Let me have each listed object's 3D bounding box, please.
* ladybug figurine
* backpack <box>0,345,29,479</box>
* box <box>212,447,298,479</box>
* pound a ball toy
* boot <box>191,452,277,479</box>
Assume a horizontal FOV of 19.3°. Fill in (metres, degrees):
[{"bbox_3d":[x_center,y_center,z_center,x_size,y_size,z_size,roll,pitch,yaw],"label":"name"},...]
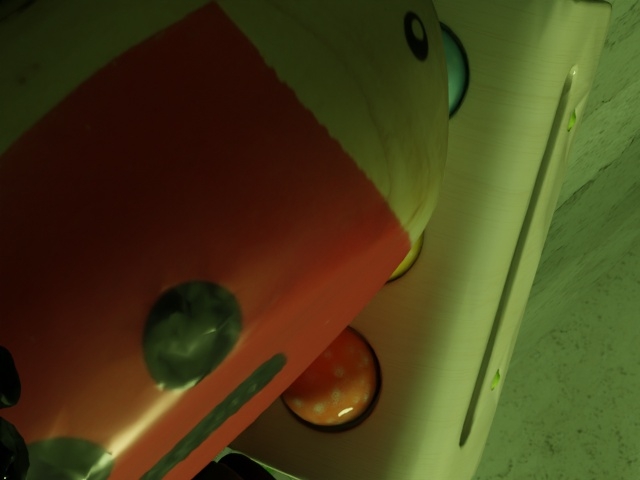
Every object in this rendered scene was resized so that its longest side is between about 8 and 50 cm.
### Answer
[{"bbox_3d":[-0.112,0.032,0.801,0.449,0.162,0.305,-43,167,-2],"label":"ladybug figurine"},{"bbox_3d":[-0.229,0.109,0.515,0.276,0.213,0.263,-48,-164,-1],"label":"backpack"},{"bbox_3d":[-0.058,0.314,1.678,0.262,0.231,0.127,-48,166,14],"label":"box"},{"bbox_3d":[0.000,0.000,0.985,0.136,0.208,0.319,-13,121,-67],"label":"pound a ball toy"},{"bbox_3d":[-0.088,0.186,0.854,0.223,0.118,0.338,-43,-171,-11],"label":"boot"}]
